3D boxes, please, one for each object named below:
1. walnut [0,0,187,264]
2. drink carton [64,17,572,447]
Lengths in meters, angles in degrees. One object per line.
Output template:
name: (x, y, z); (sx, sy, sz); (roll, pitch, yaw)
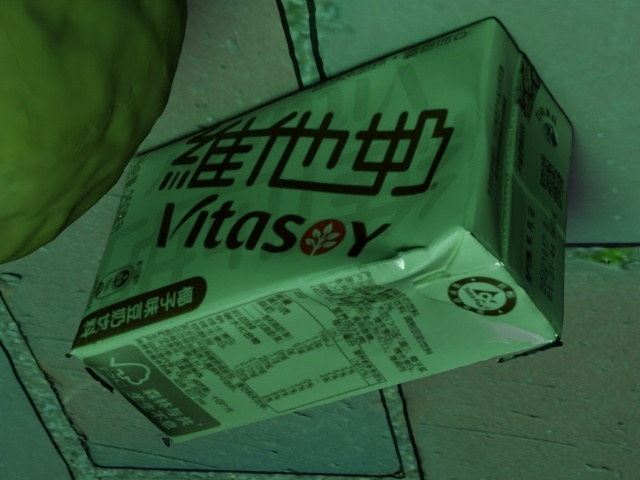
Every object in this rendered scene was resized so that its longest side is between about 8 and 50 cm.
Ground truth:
walnut: (-0.257, -0.138, 0.798); (0.383, 0.384, 0.383); (7, 140, 6)
drink carton: (-0.001, 0.000, 1.029); (0.324, 0.194, 0.132); (-18, 134, 30)
